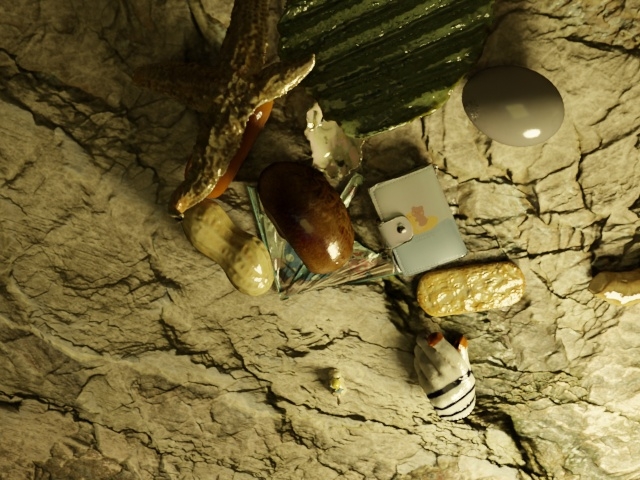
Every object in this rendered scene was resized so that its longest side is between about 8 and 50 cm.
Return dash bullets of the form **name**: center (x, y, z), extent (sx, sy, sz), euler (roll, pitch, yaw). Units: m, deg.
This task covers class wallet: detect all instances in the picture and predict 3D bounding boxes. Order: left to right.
- **wallet**: center (0.206, -0.042, 1.363), extent (0.170, 0.069, 0.231), euler (-21, 106, 9)

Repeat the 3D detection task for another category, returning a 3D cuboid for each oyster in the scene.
- **oyster**: center (0.027, -0.229, 1.287), extent (0.133, 0.072, 0.209), euler (-10, 117, 25)

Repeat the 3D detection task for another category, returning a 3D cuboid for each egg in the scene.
- **egg**: center (0.367, -0.258, 1.203), extent (0.198, 0.146, 0.146), euler (26, 114, -1)

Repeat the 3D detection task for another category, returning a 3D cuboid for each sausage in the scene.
- **sausage**: center (-0.192, -0.208, 1.294), extent (0.105, 0.105, 0.274), euler (30, 112, -10)

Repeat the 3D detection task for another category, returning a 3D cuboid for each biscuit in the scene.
- **biscuit**: center (0.344, 0.112, 1.444), extent (0.247, 0.029, 0.118), euler (-10, 114, 9)

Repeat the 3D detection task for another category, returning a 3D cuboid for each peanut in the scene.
- **peanut**: center (-0.202, 0.012, 1.386), extent (0.274, 0.111, 0.125), euler (45, 145, -18)

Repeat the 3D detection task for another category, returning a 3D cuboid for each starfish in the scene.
- **starfish**: center (-0.221, -0.287, 1.201), extent (0.432, 0.082, 0.324), euler (-43, 78, 19)

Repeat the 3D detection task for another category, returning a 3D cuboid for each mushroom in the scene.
- **mushroom**: center (-0.028, -0.054, 1.267), extent (0.153, 0.253, 0.253), euler (-38, 108, 5)

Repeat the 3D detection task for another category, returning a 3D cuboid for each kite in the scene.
- **kite**: center (0.000, 0.000, 1.426), extent (0.406, 0.014, 0.368), euler (29, 113, -9)

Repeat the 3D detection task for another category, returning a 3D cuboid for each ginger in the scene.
- **ginger**: center (0.691, 0.096, 1.390), extent (0.190, 0.069, 0.095), euler (-20, 90, 14)

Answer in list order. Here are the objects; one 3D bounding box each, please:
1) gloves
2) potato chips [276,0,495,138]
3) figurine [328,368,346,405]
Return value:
- **gloves**: center (0.298, 0.318, 1.494), extent (0.140, 0.131, 0.219), euler (-17, 122, 9)
- **potato chips**: center (0.132, -0.398, 1.167), extent (0.429, 0.070, 0.358), euler (-25, 95, 6)
- **figurine**: center (0.042, 0.367, 1.576), extent (0.047, 0.050, 0.083), euler (-15, 114, 5)
